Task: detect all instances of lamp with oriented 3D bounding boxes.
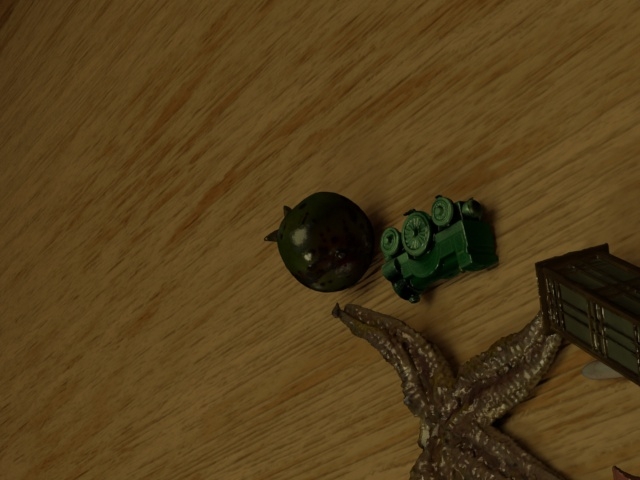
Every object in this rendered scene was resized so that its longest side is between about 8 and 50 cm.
[{"bbox_3d":[0.314,0.088,1.132,0.325,0.089,0.090,-141,39,-70],"label":"lamp"}]

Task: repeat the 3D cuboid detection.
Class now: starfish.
[{"bbox_3d":[0.152,0.208,1.402,0.383,0.132,0.398,-27,43,44],"label":"starfish"}]

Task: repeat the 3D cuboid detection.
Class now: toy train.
[{"bbox_3d":[0.147,0.012,1.542,0.178,0.071,0.105,-33,62,46],"label":"toy train"}]

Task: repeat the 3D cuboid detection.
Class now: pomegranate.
[{"bbox_3d":[-0.001,0.007,1.714,0.169,0.148,0.149,154,124,-64],"label":"pomegranate"}]

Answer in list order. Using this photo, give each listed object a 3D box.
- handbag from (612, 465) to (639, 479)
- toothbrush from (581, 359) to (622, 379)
[{"bbox_3d":[0.345,0.292,1.046,0.212,0.059,0.157,47,162,52],"label":"handbag"},{"bbox_3d":[0.368,0.110,1.185,0.307,0.029,0.025,-21,59,53],"label":"toothbrush"}]
